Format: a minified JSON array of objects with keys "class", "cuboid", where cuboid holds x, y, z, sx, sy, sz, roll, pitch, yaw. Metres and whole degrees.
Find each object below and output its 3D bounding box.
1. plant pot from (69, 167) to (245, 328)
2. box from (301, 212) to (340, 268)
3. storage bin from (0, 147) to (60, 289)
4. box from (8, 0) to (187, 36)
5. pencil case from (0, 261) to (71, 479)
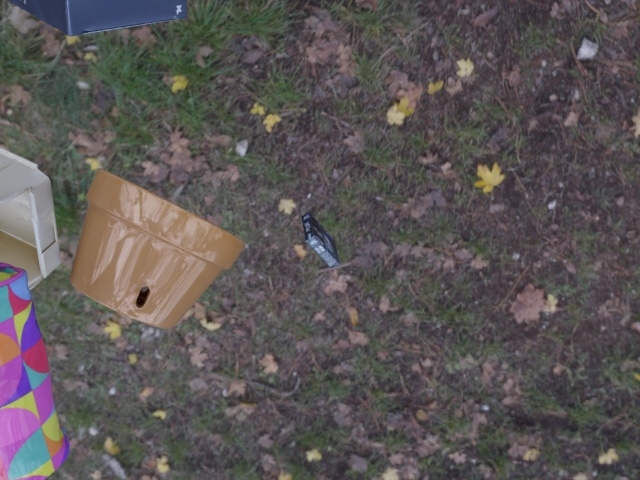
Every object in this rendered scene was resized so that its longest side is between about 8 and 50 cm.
[{"class":"plant pot","cuboid":[-0.308,0.027,1.115,0.291,0.291,0.203,26,85,-5]},{"class":"box","cuboid":[0.000,0.000,1.067,0.018,0.067,0.083,-30,129,16]},{"class":"storage bin","cuboid":[-0.654,-0.055,1.196,0.260,0.123,0.262,25,135,7]},{"class":"box","cuboid":[-0.261,-0.310,0.705,0.158,0.156,0.093,33,131,28]},{"class":"pencil case","cuboid":[-0.317,0.134,0.610,0.104,0.104,0.236,4,115,13]}]
